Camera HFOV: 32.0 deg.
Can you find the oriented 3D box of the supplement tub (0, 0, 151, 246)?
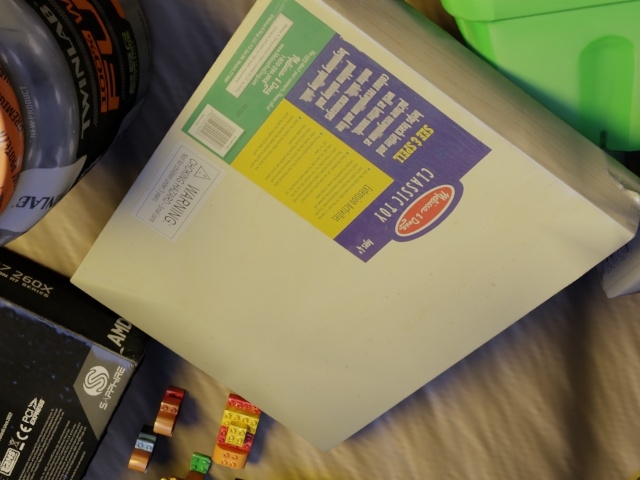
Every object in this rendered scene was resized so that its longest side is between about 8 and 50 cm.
[{"bbox_3d":[-0.237,-0.106,0.763,0.194,0.316,0.193,1,110,3],"label":"supplement tub"}]

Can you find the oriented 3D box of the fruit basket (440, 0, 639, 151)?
[{"bbox_3d":[0.241,-0.267,0.720,0.392,0.283,0.392,0,127,1],"label":"fruit basket"}]

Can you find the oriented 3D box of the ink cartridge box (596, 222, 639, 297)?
[{"bbox_3d":[0.368,-0.039,0.757,0.307,0.303,0.072,-12,75,-1],"label":"ink cartridge box"}]

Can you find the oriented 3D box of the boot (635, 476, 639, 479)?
[{"bbox_3d":[0.383,0.238,0.922,0.247,0.161,0.083,-12,107,8],"label":"boot"}]

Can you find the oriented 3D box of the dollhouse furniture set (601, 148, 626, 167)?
[{"bbox_3d":[0.258,-0.070,0.878,0.152,0.058,0.076,2,109,3],"label":"dollhouse furniture set"}]

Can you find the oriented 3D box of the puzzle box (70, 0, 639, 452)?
[{"bbox_3d":[0.000,0.000,0.817,0.272,0.052,0.409,36,139,-8],"label":"puzzle box"}]

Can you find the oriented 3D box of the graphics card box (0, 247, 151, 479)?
[{"bbox_3d":[-0.356,0.098,0.960,0.371,0.094,0.232,26,108,-4],"label":"graphics card box"}]

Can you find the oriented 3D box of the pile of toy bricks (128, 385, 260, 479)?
[{"bbox_3d":[-0.121,0.240,0.986,0.118,0.105,0.212,15,109,-1],"label":"pile of toy bricks"}]
